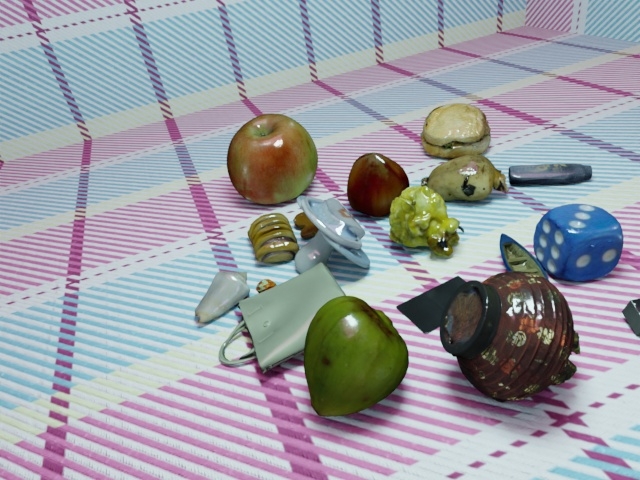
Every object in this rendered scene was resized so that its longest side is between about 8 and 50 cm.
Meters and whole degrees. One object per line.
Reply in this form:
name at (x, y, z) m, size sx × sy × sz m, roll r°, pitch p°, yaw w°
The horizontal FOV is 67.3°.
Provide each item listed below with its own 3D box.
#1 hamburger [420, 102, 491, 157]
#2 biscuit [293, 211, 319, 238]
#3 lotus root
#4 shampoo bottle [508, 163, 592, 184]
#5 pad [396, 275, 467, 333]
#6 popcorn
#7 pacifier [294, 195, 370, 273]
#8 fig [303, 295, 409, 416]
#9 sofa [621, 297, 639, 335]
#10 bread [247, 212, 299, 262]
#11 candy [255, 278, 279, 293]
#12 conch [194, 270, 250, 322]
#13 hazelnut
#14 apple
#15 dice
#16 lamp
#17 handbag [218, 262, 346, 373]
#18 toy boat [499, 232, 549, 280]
hamburger at (0.486, -0.399, 1.776) m, size 0.243 × 0.146 × 0.286 m, roll -34°, pitch 46°, yaw -22°
biscuit at (0.001, -0.043, 1.465) m, size 0.205 × 0.031 × 0.138 m, roll 22°, pitch 51°, yaw 37°
lotus root at (0.437, -0.188, 1.469) m, size 0.257 × 0.140 × 0.154 m, roll -6°, pitch 26°, yaw 18°
shampoo bottle at (0.713, -0.207, 1.500) m, size 0.234 × 0.049 × 0.087 m, roll 0°, pitch 36°, yaw 16°
pad at (0.286, 0.146, 1.126) m, size 0.193 × 0.004 × 0.116 m, roll -23°, pitch 34°, yaw -18°
popcorn at (0.285, -0.057, 1.292) m, size 0.195 × 0.168 × 0.173 m, roll 17°, pitch 4°, yaw 20°
pacifier at (0.000, 0.000, 1.289) m, size 0.207 × 0.227 × 0.279 m, roll -50°, pitch 53°, yaw 16°
fig at (0.052, 0.225, 0.919) m, size 0.225 × 0.203 × 0.203 m, roll -52°, pitch 42°, yaw -2°
sofa at (0.698, 0.154, 0.961) m, size 0.147 × 0.060 × 0.085 m, roll -11°, pitch 50°, yaw -1°
bread at (-0.143, -0.014, 1.418) m, size 0.134 × 0.081 × 0.225 m, roll -18°, pitch 34°, yaw -9°
candy at (-0.075, 0.118, 1.238) m, size 0.185 × 0.049 × 0.055 m, roll -5°, pitch -11°, yaw -2°
conch at (-0.250, 0.143, 1.233) m, size 0.104 × 0.094 × 0.176 m, roll 25°, pitch 72°, yaw 24°
hazelnut at (0.172, -0.182, 1.472) m, size 0.208 × 0.208 × 0.208 m, roll -7°, pitch 33°, yaw 5°
apple at (-0.169, -0.283, 1.657) m, size 0.319 × 0.277 × 0.319 m, roll -7°, pitch 35°, yaw 5°
dice at (0.602, 0.005, 1.127) m, size 0.146 × 0.143 × 0.146 m, roll -9°, pitch 32°, yaw -5°
lamp at (0.350, 0.174, 0.875) m, size 0.247 × 0.247 × 0.247 m, roll -7°, pitch 33°, yaw 5°
handbag at (-0.092, 0.179, 1.095) m, size 0.315 × 0.109 × 0.241 m, roll -21°, pitch 34°, yaw -10°
toy boat at (0.482, 0.060, 1.163) m, size 0.080 × 0.046 × 0.229 m, roll -10°, pitch 32°, yaw 1°
